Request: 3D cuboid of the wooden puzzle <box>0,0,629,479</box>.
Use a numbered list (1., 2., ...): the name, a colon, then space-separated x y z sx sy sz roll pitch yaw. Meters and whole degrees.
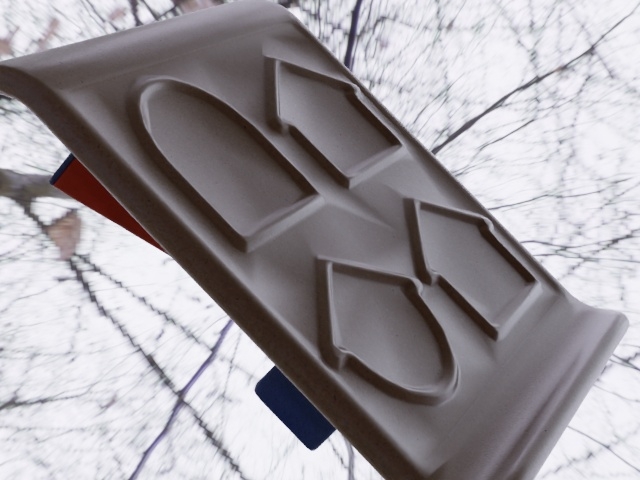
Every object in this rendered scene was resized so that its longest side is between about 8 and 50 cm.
1. wooden puzzle: 0.000 0.000 0.869 0.348 0.322 0.080 41 -64 7
